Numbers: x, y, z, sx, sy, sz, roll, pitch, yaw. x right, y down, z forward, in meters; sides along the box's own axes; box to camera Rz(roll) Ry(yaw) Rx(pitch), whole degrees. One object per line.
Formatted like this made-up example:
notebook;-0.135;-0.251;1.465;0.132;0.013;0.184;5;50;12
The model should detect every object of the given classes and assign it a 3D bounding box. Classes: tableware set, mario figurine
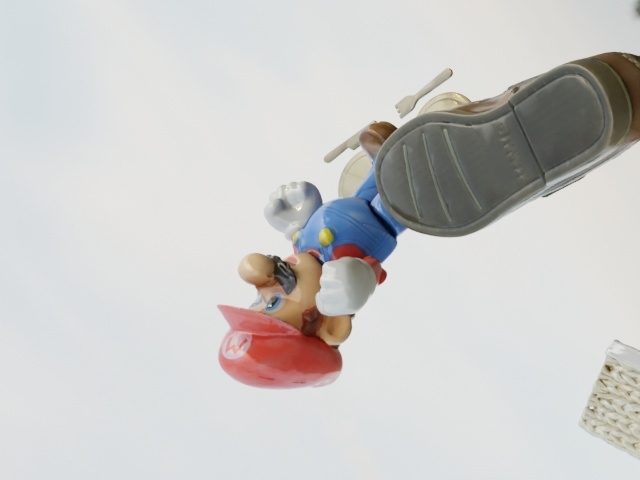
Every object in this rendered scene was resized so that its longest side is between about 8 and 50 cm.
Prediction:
tableware set;0.102;-0.085;2.012;0.039;0.194;0.128;19;-137;-50
mario figurine;0.000;0.000;1.779;0.170;0.320;0.198;32;157;10

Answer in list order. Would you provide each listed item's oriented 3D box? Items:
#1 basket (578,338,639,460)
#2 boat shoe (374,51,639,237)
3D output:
basket;0.365;0.187;1.904;0.167;0.103;0.113;27;-179;44
boat shoe;0.171;-0.077;1.546;0.104;0.307;0.110;-18;-89;-38
